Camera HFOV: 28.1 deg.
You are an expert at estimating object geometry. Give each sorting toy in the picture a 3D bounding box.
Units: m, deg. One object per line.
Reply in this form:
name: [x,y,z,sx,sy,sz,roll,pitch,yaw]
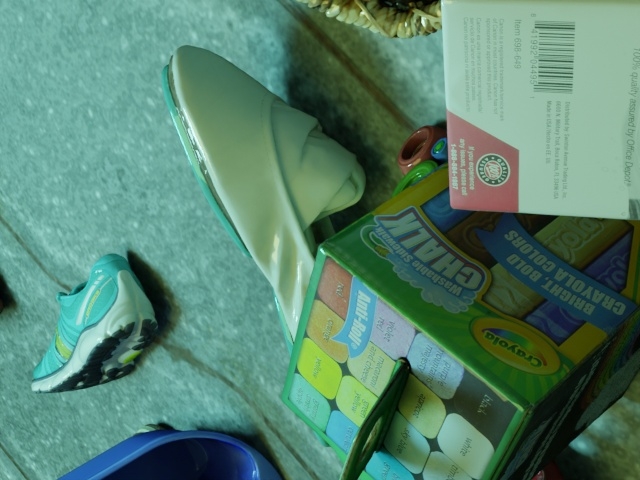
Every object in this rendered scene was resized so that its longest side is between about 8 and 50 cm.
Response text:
sorting toy: [0.090,-0.049,0.996,0.042,0.102,0.061,37,127,-24]

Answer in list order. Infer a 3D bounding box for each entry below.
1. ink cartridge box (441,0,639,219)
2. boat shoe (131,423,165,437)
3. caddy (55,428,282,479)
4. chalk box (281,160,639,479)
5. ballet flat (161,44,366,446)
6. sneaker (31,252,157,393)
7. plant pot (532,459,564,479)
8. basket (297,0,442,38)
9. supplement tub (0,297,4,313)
ink cartridge box: [0.188,-0.096,0.752,0.218,0.092,0.158,5,133,14]
boat shoe: [-0.183,0.353,1.565,0.095,0.095,0.257,-5,111,49]
caddy: [-0.192,0.350,1.397,0.241,0.341,0.179,63,160,-8]
chalk box: [0.096,0.076,0.900,0.179,0.289,0.180,40,139,23]
ballet flat: [0.000,0.000,1.107,0.139,0.139,0.400,-1,119,48]
sneaker: [-0.270,0.107,1.512,0.275,0.107,0.110,-42,63,48]
plant pot: [0.126,0.243,1.068,0.174,0.191,0.191,47,142,9]
basket: [0.065,-0.254,0.758,0.213,0.223,0.299,50,141,10]
supplement tub: [-0.507,0.029,1.690,0.106,0.106,0.198,-15,104,52]
